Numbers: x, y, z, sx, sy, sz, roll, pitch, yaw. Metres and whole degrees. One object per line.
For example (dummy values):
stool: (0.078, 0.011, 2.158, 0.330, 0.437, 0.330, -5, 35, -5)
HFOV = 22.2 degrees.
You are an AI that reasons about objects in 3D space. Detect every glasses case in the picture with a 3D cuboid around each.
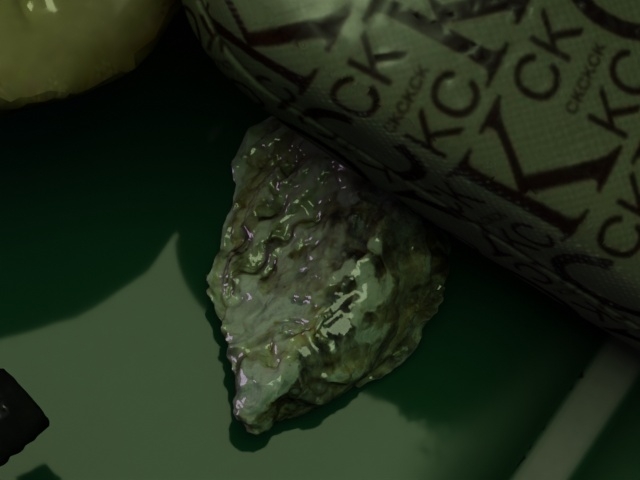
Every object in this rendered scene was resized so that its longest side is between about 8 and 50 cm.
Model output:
glasses case: (0.122, -0.034, 0.488, 0.355, 0.085, 0.137, 32, 74, -17)

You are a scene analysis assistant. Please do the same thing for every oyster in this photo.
oyster: (-0.001, 0.000, 0.535, 0.098, 0.037, 0.100, -22, 75, -12)

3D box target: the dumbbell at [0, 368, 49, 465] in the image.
dumbbell: (-0.206, 0.140, 0.416, 0.325, 0.143, 0.143, -39, 79, -15)

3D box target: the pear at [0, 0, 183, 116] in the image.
pear: (-0.194, -0.200, 0.486, 0.386, 0.191, 0.340, 43, 68, -19)
